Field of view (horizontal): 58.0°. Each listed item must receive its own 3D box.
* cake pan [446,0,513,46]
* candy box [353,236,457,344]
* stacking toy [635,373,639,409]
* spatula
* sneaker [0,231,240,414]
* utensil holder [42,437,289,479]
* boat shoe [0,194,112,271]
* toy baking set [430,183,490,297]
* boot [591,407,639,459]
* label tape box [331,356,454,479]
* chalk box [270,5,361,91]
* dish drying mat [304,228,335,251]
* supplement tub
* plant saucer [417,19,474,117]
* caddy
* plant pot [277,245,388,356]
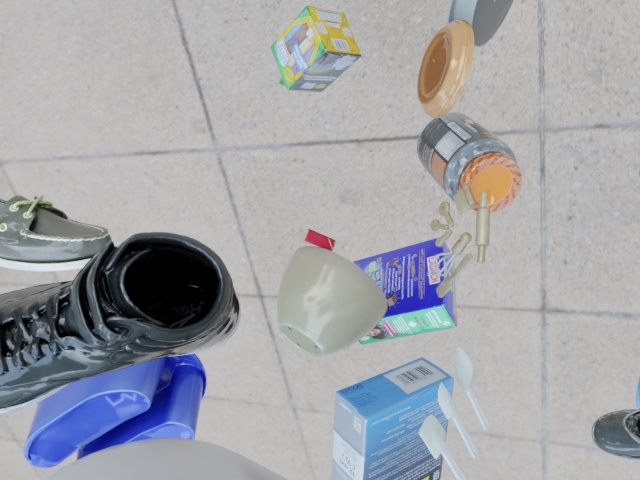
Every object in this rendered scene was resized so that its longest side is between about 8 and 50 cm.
[{"bbox_3d":[0.381,-0.570,1.299,0.054,0.293,0.293,30,130,23],"label":"cake pan"},{"bbox_3d":[0.253,0.157,1.789,0.317,0.268,0.122,-17,131,27],"label":"candy box"},{"bbox_3d":[0.698,0.282,0.975,0.302,0.175,0.166,36,160,-22],"label":"stacking toy"},{"bbox_3d":[0.236,0.306,0.966,0.019,0.168,0.242,2,138,37],"label":"spatula"},{"bbox_3d":[-0.202,0.060,0.452,0.147,0.296,0.104,121,135,-63],"label":"sneaker"},{"bbox_3d":[-0.051,0.292,0.296,0.327,0.327,0.385,51,156,-14],"label":"utensil holder"},{"bbox_3d":[-0.427,-0.019,0.808,0.305,0.109,0.091,6,103,15],"label":"boat shoe"},{"bbox_3d":[0.325,0.001,1.347,0.030,0.256,0.197,10,163,-23],"label":"toy baking set"},{"bbox_3d":[0.417,0.246,0.730,0.190,0.076,0.208,-15,159,38],"label":"boot"},{"bbox_3d":[0.151,0.457,1.256,0.115,0.249,0.347,31,126,48],"label":"label tape box"},{"bbox_3d":[-0.028,-0.464,1.459,0.213,0.132,0.132,-30,76,45],"label":"chalk box"},{"bbox_3d":[0.000,0.000,1.407,0.083,0.032,0.008,23,174,-32],"label":"dish drying mat"},{"bbox_3d":[0.390,-0.206,1.527,0.194,0.316,0.193,-5,120,-8],"label":"supplement tub"},{"bbox_3d":[0.249,-0.354,1.189,0.037,0.200,0.200,9,129,-15],"label":"plant saucer"},{"bbox_3d":[-0.375,0.310,1.075,0.341,0.179,0.241,-32,120,14],"label":"caddy"},{"bbox_3d":[-0.001,0.178,1.454,0.284,0.191,0.284,28,153,16],"label":"plant pot"}]
